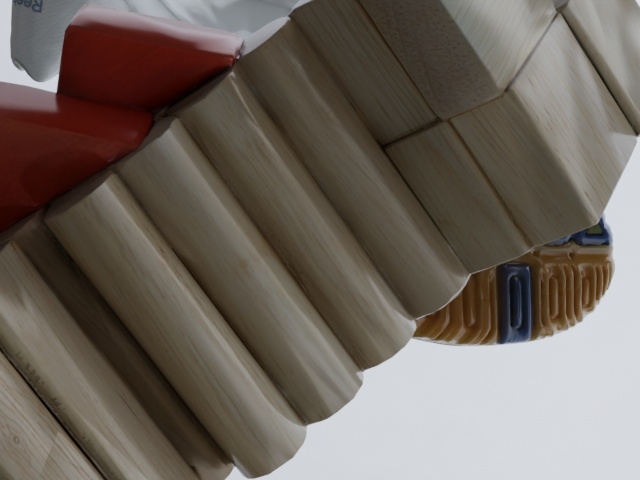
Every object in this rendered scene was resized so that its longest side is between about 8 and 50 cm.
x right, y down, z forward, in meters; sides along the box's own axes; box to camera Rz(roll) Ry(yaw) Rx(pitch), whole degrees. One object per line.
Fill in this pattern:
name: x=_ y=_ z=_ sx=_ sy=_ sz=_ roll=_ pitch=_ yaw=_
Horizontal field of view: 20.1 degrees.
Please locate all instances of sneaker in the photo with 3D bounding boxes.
sneaker: x=-0.096 y=-0.150 z=1.238 sx=0.111 sy=0.297 sz=0.129 roll=29 pitch=-76 yaw=46
sneaker: x=0.000 y=0.000 z=0.931 sx=0.131 sy=0.296 sz=0.112 roll=162 pitch=-70 yaw=-74

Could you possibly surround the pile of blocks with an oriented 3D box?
pile of blocks: x=-0.076 y=0.020 z=0.464 sx=0.113 sy=0.362 sz=0.149 roll=55 pitch=-14 yaw=-17
